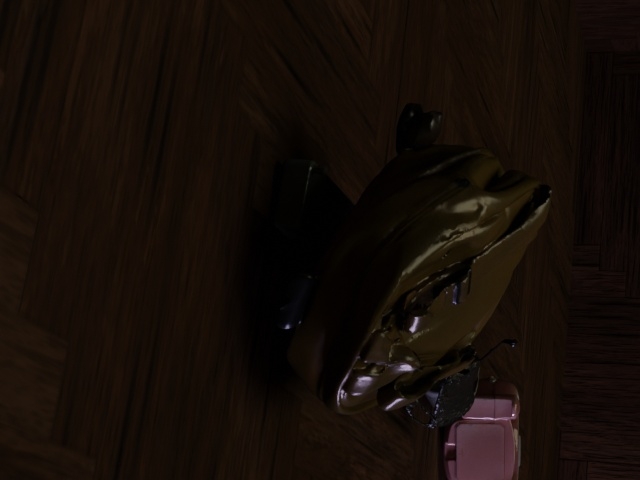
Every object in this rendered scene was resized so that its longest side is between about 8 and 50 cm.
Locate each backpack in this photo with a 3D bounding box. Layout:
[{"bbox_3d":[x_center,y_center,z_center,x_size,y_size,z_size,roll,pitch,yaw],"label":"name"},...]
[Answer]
[{"bbox_3d":[0.106,0.038,1.502,0.378,0.201,0.354,-22,138,-55],"label":"backpack"}]

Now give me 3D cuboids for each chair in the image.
[{"bbox_3d":[0.206,0.194,2.038,0.174,0.149,0.213,-27,149,-32],"label":"chair"}]

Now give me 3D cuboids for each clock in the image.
[{"bbox_3d":[0.308,0.372,2.386,0.241,0.142,0.227,-36,126,-78],"label":"clock"}]

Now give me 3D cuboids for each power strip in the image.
[{"bbox_3d":[0.000,0.000,1.566,0.215,0.061,0.145,40,58,-65],"label":"power strip"}]

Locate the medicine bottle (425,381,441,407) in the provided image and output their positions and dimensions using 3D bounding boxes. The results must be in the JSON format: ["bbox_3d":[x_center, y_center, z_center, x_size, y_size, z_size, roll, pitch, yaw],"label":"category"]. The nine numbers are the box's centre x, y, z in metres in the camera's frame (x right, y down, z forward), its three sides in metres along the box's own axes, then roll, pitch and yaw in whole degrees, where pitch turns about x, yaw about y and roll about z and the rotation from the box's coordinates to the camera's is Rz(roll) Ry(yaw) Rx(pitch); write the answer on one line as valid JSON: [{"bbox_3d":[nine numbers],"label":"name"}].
[{"bbox_3d":[0.218,0.253,2.180,0.140,0.079,0.079,58,38,-58],"label":"medicine bottle"}]
